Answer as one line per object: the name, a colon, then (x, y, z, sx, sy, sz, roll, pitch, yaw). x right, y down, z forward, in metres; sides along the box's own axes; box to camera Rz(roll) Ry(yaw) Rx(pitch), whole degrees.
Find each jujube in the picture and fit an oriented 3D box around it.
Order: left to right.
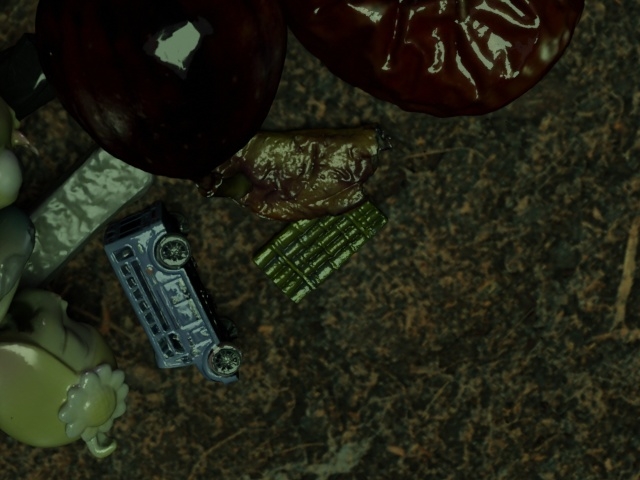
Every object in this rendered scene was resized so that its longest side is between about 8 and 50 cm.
jujube: (0.081, -0.214, 1.194, 0.232, 0.213, 0.213, 34, 104, -21)

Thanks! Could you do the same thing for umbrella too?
umbrella: (-0.271, -0.122, 1.266, 0.235, 0.059, 0.066, -32, 72, 4)

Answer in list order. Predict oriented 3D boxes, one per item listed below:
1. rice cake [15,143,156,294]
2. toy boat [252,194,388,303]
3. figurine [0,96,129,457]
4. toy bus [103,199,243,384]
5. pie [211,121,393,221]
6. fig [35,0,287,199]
rice cake: (-0.282, 0.044, 1.321, 0.399, 0.070, 0.064, -43, 104, 11)
toy boat: (0.000, 0.000, 1.358, 0.115, 0.016, 0.063, -42, 108, 10)
figurine: (-0.301, 0.040, 1.189, 0.274, 0.226, 0.394, -40, 122, -7)
toy bus: (-0.127, 0.054, 1.338, 0.076, 0.073, 0.167, -23, 109, 1)
pie: (-0.021, -0.061, 1.320, 0.170, 0.034, 0.092, -4, 102, 2)
fig: (-0.114, -0.115, 1.173, 0.186, 0.203, 0.249, -20, 114, -30)
